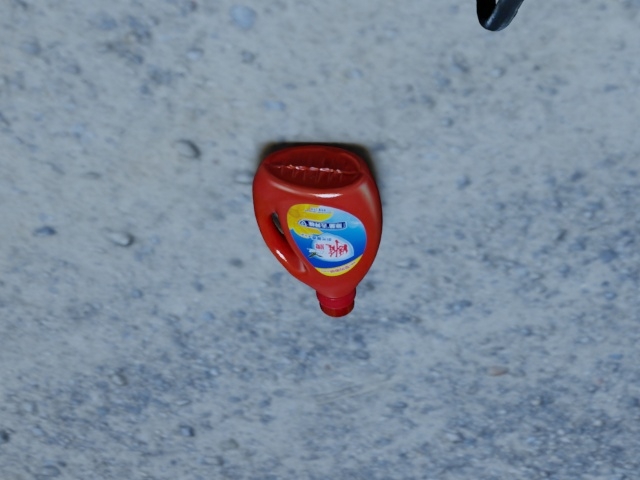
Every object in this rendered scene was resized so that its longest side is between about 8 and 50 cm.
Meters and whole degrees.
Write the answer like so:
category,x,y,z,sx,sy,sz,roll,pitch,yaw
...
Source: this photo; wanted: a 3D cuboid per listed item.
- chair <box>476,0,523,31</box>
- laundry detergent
category,x,y,z,sx,sy,sz,roll,pitch,yaw
chair,0.200,-0.198,0.824,0.401,0.226,0.226,10,139,-3
laundry detergent,0.000,0.000,1.214,0.097,0.049,0.165,7,140,11
